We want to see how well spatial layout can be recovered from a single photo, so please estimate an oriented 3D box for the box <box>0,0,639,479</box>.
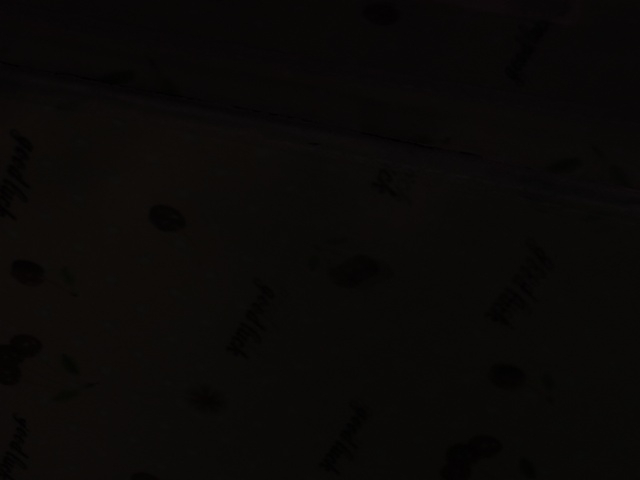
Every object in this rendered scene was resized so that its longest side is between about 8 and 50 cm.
[{"bbox_3d":[0.000,0.000,0.519,0.190,0.297,0.225,-74,174,-47],"label":"box"}]
